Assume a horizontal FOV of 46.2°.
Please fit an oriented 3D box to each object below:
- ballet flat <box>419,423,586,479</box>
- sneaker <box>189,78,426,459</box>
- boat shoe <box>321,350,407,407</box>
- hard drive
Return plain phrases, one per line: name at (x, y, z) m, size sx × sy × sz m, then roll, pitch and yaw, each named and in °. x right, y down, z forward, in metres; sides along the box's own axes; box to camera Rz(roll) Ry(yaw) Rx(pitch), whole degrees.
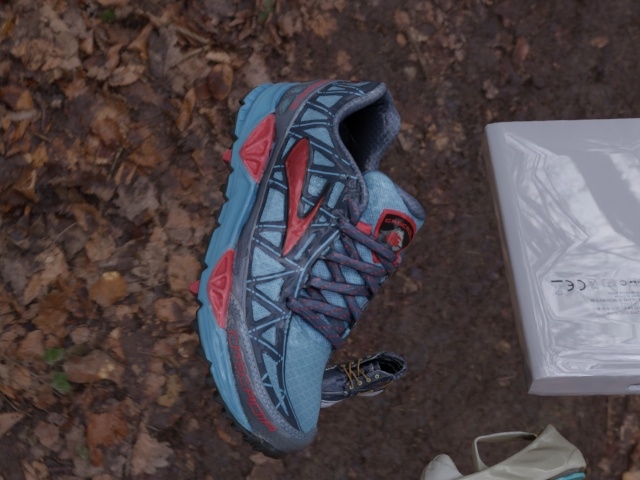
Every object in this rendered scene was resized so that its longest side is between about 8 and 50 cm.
ballet flat at (0.164, 0.260, 0.810) m, size 0.249 × 0.086 × 0.086 m, roll -15°, pitch 90°, yaw -15°
sneaker at (0.000, 0.000, 0.466) m, size 0.104 × 0.125 × 0.261 m, roll 44°, pitch 44°, yaw -56°
boat shoe at (0.052, 0.212, 1.187) m, size 0.183 × 0.083 × 0.065 m, roll 0°, pitch 57°, yaw -42°
hard drive at (0.279, 0.001, 0.727) m, size 0.203 × 0.040 × 0.307 m, roll -1°, pitch 51°, yaw 2°
